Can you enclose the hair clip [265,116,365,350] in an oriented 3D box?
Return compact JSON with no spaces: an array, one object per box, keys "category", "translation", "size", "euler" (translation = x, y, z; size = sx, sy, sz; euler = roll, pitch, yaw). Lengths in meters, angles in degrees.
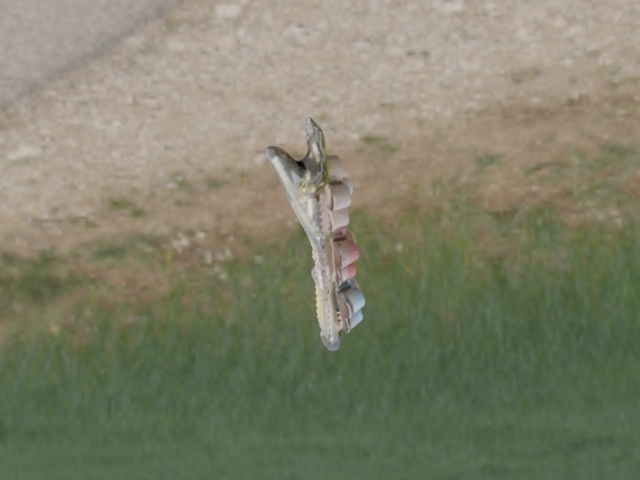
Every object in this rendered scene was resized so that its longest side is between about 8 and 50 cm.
[{"category":"hair clip","translation":[0.006,-0.003,0.907],"size":[0.056,0.062,0.214],"euler":[-27,134,-12]}]
